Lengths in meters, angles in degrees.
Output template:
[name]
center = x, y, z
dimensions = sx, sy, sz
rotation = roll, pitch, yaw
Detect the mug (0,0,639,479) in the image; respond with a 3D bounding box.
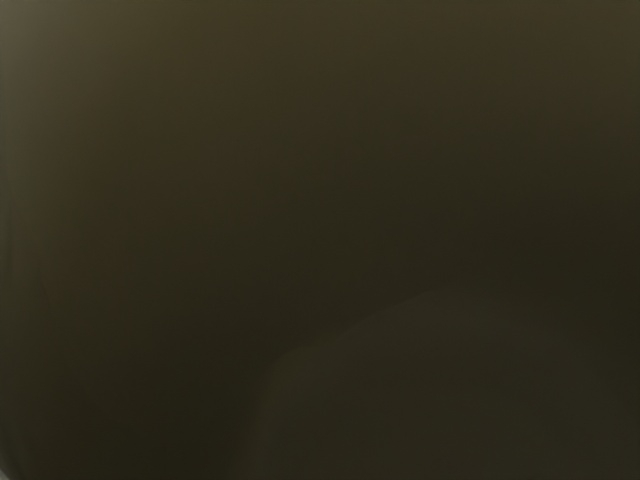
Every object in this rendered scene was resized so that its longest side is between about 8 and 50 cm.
[mug]
center = 0.000, 0.000, 0.586
dimensions = 0.276, 0.328, 0.374
rotation = -37, -116, -11
